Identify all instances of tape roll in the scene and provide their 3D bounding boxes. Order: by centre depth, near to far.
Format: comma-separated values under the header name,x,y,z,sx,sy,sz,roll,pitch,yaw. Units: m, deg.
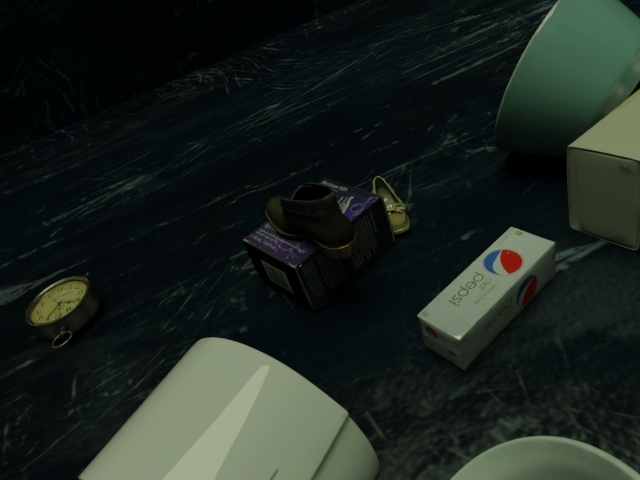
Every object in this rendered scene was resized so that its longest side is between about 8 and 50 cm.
name,x,y,z,sx,sy,sz,roll,pitch,yaw
tape roll,-0.086,0.241,0.522,0.246,0.246,0.169,10,46,35

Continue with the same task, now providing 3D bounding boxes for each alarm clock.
name,x,y,z,sx,sy,sz,roll,pitch,yaw
alarm clock,-0.488,0.142,0.995,0.129,0.064,0.192,-25,34,-7

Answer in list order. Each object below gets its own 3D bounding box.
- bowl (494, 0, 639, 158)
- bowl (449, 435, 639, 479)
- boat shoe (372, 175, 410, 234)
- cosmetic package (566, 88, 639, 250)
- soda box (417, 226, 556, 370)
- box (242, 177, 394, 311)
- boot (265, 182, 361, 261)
name,x,y,z,sx,sy,sz,roll,pitch,yaw
bowl,0.461,-0.266,0.905,0.163,0.311,0.311,35,61,27
bowl,0.178,0.303,0.358,0.298,0.134,0.298,-55,15,22
boat shoe,0.127,-0.066,0.979,0.056,0.048,0.153,-17,36,6
cosmetic package,0.521,-0.143,0.797,0.309,0.160,0.113,-34,37,-19
soda box,0.236,0.075,0.728,0.216,0.069,0.074,-38,40,-22
box,0.000,0.000,0.906,0.207,0.108,0.153,-41,40,-25
boot,-0.027,-0.056,0.806,0.082,0.106,0.219,-38,40,-23
